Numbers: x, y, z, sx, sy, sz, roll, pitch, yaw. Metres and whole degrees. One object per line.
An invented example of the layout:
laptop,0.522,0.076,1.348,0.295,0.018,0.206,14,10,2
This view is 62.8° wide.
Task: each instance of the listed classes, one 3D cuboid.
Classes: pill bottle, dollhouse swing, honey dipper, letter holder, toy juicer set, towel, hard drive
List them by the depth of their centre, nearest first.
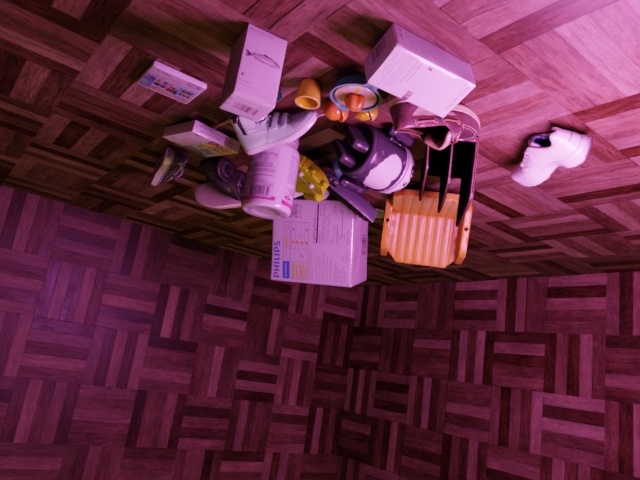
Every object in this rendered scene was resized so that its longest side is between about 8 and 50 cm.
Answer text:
toy juicer set,0.113,-0.362,1.372,0.329,0.089,0.209,-2,162,35
letter holder,0.398,-0.177,1.679,0.152,0.214,0.302,6,166,8
pill bottle,-0.153,-0.222,1.683,0.161,0.282,0.160,8,166,2
honey dipper,-0.308,-0.379,1.683,0.031,0.030,0.161,20,165,-38
hard drive,0.099,-0.165,1.965,0.255,0.054,0.172,39,179,-7
dollhouse swing,0.425,-0.039,2.106,0.347,0.314,0.305,7,-174,7
towel,0.213,-0.127,2.379,0.152,0.023,0.113,7,167,7

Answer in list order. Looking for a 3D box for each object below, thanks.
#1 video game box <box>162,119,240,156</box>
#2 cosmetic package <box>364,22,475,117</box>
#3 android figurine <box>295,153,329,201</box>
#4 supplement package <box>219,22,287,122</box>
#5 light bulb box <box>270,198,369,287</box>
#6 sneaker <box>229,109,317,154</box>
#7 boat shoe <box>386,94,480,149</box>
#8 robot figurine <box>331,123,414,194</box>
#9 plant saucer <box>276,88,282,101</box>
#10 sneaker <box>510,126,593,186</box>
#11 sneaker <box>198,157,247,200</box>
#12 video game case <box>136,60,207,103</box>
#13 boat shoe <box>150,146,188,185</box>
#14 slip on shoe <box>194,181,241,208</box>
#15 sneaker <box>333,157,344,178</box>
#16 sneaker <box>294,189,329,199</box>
video game box,-0.407,-0.345,1.796,0.205,0.048,0.187,4,165,45
cosmetic package,0.225,-0.379,1.188,0.231,0.085,0.117,16,142,-25
android figurine,-0.075,-0.233,1.879,0.273,0.056,0.248,15,154,51
supplement package,-0.158,-0.390,1.233,0.105,0.179,0.105,15,165,-26
light bulb box,0.000,0.000,2.240,0.361,0.357,0.225,4,-176,21
sneaker,-0.145,-0.358,1.537,0.256,0.094,0.151,-19,126,18
boat shoe,0.306,-0.295,1.382,0.342,0.123,0.123,7,165,-44
robot figurine,0.166,-0.248,1.616,0.278,0.173,0.209,21,164,-39
plant saucer,-0.163,-0.418,1.451,0.120,0.021,0.119,7,166,2
sneaker,0.643,-0.252,1.524,0.129,0.110,0.297,27,159,-7
sneaker,-0.387,-0.253,2.114,0.130,0.109,0.286,10,158,20
video game case,-0.425,-0.448,1.497,0.157,0.019,0.143,17,164,-34
boat shoe,-0.603,-0.283,2.097,0.102,0.108,0.301,17,157,-25
slip on shoe,-0.392,-0.190,2.312,0.332,0.122,0.101,2,169,6
sneaker,0.131,-0.243,1.872,0.091,0.081,0.232,-8,164,29
sneaker,-0.074,-0.223,2.073,0.232,0.090,0.115,1,160,-5
